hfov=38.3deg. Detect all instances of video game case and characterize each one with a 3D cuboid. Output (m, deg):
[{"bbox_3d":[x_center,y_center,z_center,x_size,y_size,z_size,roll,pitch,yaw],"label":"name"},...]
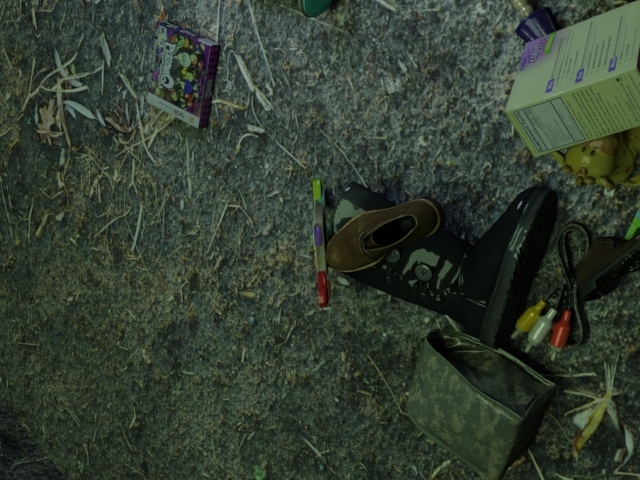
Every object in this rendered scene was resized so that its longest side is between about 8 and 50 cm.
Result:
[{"bbox_3d":[-0.367,-0.441,2.448,0.210,0.041,0.232,29,120,30],"label":"video game case"}]

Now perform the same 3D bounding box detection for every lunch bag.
[{"bbox_3d":[0.323,0.337,1.979,0.287,0.169,0.235,33,135,27],"label":"lunch bag"}]

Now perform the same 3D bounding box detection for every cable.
[{"bbox_3d":[0.491,0.111,1.852,0.139,0.072,0.287,29,120,25],"label":"cable"}]

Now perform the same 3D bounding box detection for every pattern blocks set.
[{"bbox_3d":[0.000,0.000,2.110,0.026,0.325,0.286,-4,97,3],"label":"pattern blocks set"}]

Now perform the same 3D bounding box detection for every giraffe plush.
[{"bbox_3d":[0.507,-0.167,1.690,0.181,0.170,0.210,5,106,39],"label":"giraffe plush"}]

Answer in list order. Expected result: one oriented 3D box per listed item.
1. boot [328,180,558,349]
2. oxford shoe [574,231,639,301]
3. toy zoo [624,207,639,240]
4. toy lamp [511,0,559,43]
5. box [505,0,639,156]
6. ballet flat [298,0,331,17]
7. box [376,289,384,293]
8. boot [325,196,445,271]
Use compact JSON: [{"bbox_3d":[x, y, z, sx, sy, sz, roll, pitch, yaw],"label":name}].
[{"bbox_3d":[0.241,-0.021,1.960,0.445,0.146,0.367,29,115,29],"label":"boot"},{"bbox_3d":[0.552,0.022,1.726,0.227,0.082,0.096,-46,50,46],"label":"oxford shoe"},{"bbox_3d":[0.673,-0.057,1.642,0.192,0.030,0.293,48,130,40],"label":"toy zoo"},{"bbox_3d":[0.369,-0.482,1.783,0.080,0.080,0.275,-42,72,40],"label":"toy lamp"},{"bbox_3d":[0.477,-0.286,1.627,0.243,0.214,0.117,-15,127,37],"label":"box"},{"bbox_3d":[0.007,-0.656,2.041,0.106,0.107,0.316,47,125,46],"label":"ballet flat"},{"bbox_3d":[0.179,0.028,2.119,0.145,0.038,0.186,-6,100,41],"label":"box"},{"bbox_3d":[0.104,-0.006,1.902,0.305,0.115,0.112,-26,88,40],"label":"boot"}]
